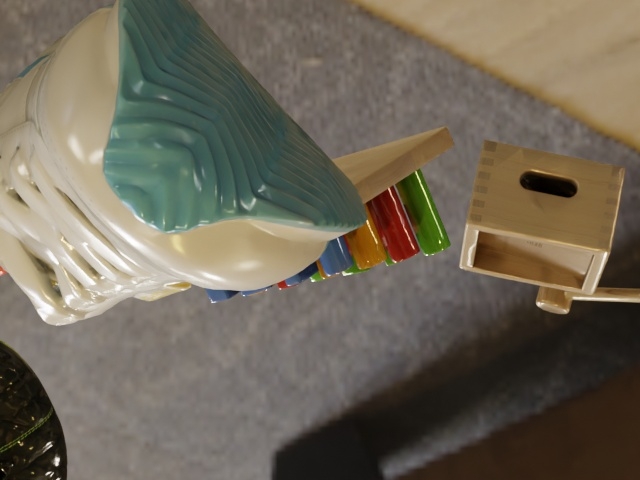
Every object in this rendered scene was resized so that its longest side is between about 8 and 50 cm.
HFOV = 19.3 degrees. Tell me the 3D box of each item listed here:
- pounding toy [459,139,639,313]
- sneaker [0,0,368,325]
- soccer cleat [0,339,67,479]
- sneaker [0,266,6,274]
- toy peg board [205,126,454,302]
[{"bbox_3d":[0.225,-0.006,1.722,0.181,0.094,0.206,11,162,5],"label":"pounding toy"},{"bbox_3d":[-0.052,-0.016,0.513,0.092,0.229,0.087,-41,98,0],"label":"sneaker"},{"bbox_3d":[-0.136,0.124,0.781,0.060,0.072,0.179,-1,116,3],"label":"soccer cleat"},{"bbox_3d":[-0.255,0.005,1.126,0.270,0.090,0.145,22,87,-17],"label":"sneaker"},{"bbox_3d":[0.000,0.000,1.293,0.161,0.160,0.079,-15,102,41],"label":"toy peg board"}]
